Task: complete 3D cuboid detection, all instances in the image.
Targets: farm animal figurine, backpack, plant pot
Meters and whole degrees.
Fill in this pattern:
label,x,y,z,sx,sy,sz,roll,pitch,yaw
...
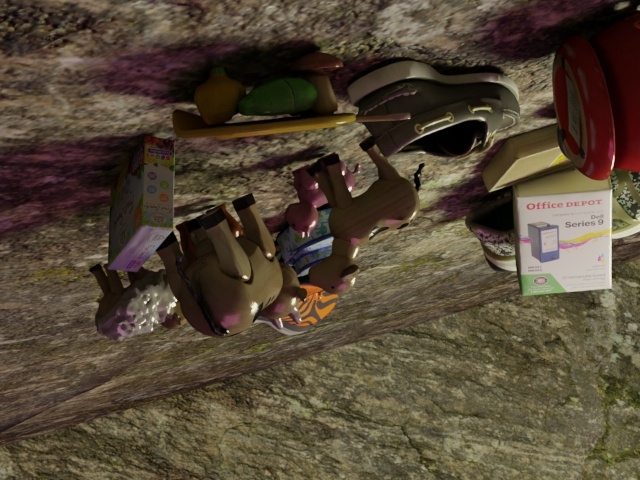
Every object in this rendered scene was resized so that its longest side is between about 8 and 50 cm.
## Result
label,x,y,z,sx,sy,sz,roll,pitch,yaw
farm animal figurine,-0.059,0.027,1.371,0.330,0.172,0.327,-22,-175,38
backpack,0.000,0.000,1.741,0.105,0.084,0.114,-17,166,-24
plant pot,0.364,-0.167,1.330,0.174,0.191,0.191,-11,168,0

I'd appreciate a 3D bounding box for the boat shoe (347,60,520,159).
label,x,y,z,sx,sy,sz,roll,pitch,yaw
boat shoe,0.144,-0.136,1.325,0.109,0.091,0.305,-27,166,34

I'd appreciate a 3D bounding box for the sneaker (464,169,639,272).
label,x,y,z,sx,sy,sz,roll,pitch,yaw
sneaker,0.427,-0.071,2.003,0.410,0.158,0.182,-30,152,26

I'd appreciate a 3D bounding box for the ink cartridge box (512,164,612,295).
label,x,y,z,sx,sy,sz,roll,pitch,yaw
ink cartridge box,0.400,-0.020,1.932,0.154,0.093,0.212,-4,126,6

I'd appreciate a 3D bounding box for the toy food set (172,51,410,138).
label,x,y,z,sx,sy,sz,roll,pitch,yaw
toy food set,-0.037,-0.140,1.109,0.218,0.071,0.128,-10,-171,-32

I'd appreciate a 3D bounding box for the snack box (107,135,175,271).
label,x,y,z,sx,sy,sz,roll,pitch,yaw
snack box,-0.189,-0.035,1.221,0.037,0.100,0.141,6,158,-23

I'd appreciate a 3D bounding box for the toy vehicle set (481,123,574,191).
label,x,y,z,sx,sy,sz,roll,pitch,yaw
toy vehicle set,0.394,-0.150,1.804,0.267,0.035,0.166,-17,168,-12

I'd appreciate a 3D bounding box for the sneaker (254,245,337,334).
label,x,y,z,sx,sy,sz,roll,pitch,yaw
sneaker,-0.024,0.075,1.948,0.180,0.124,0.321,-25,167,30

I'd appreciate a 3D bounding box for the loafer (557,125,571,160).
label,x,y,z,sx,sy,sz,roll,pitch,yaw
loafer,0.454,-0.197,1.623,0.267,0.096,0.084,-21,-151,14
